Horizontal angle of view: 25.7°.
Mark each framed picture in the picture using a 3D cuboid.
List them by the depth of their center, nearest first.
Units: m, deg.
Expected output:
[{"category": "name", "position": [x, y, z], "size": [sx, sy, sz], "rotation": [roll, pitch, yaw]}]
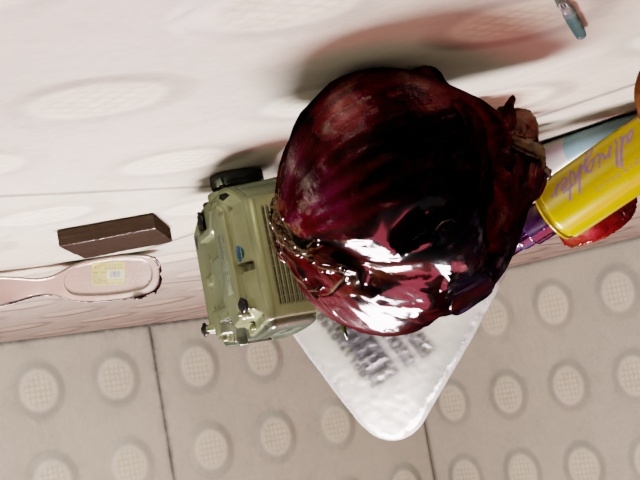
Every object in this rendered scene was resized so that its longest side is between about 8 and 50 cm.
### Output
[{"category": "framed picture", "position": [-0.272, -0.005, 1.877], "size": [0.128, 0.023, 0.168], "rotation": [-11, 174, 1]}]

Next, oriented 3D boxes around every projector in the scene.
[{"category": "projector", "position": [-0.084, 0.019, 1.582], "size": [0.088, 0.193, 0.269], "rotation": [-9, 174, -16]}]

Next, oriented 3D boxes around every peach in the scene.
[{"category": "peach", "position": [0.378, -0.063, 1.913], "size": [0.172, 0.127, 0.092], "rotation": [-9, 172, -43]}]

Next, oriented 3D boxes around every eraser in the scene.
[{"category": "eraser", "position": [0.062, 0.060, 1.838], "size": [0.331, 0.331, 0.150], "rotation": [-12, -164, 23]}]

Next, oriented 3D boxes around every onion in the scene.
[{"category": "onion", "position": [0.062, -0.044, 1.214], "size": [0.281, 0.221, 0.281], "rotation": [-20, 151, -12]}]

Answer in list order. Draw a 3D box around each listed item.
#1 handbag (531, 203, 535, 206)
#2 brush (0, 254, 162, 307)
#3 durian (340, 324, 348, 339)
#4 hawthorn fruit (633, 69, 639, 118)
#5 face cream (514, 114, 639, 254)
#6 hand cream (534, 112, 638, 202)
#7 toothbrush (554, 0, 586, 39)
[{"category": "handbag", "position": [0.226, -0.033, 2.214], "size": [0.260, 0.084, 0.275], "rotation": [-12, 175, -9]}, {"category": "brush", "position": [-0.403, 0.067, 2.172], "size": [0.313, 0.072, 0.067], "rotation": [-7, -173, -19]}, {"category": "durian", "position": [0.007, 0.003, 1.641], "size": [0.107, 0.132, 0.375], "rotation": [-3, 148, -2]}, {"category": "hawthorn fruit", "position": [0.344, -0.109, 1.230], "size": [0.149, 0.189, 0.149], "rotation": [13, 156, 6]}, {"category": "face cream", "position": [0.314, -0.061, 1.636], "size": [0.273, 0.078, 0.078], "rotation": [-36, 162, 26]}, {"category": "hand cream", "position": [0.328, -0.114, 1.754], "size": [0.111, 0.070, 0.312], "rotation": [-2, 162, -46]}, {"category": "toothbrush", "position": [0.195, -0.173, 1.089], "size": [0.011, 0.014, 0.167], "rotation": [-21, 172, 14]}]
